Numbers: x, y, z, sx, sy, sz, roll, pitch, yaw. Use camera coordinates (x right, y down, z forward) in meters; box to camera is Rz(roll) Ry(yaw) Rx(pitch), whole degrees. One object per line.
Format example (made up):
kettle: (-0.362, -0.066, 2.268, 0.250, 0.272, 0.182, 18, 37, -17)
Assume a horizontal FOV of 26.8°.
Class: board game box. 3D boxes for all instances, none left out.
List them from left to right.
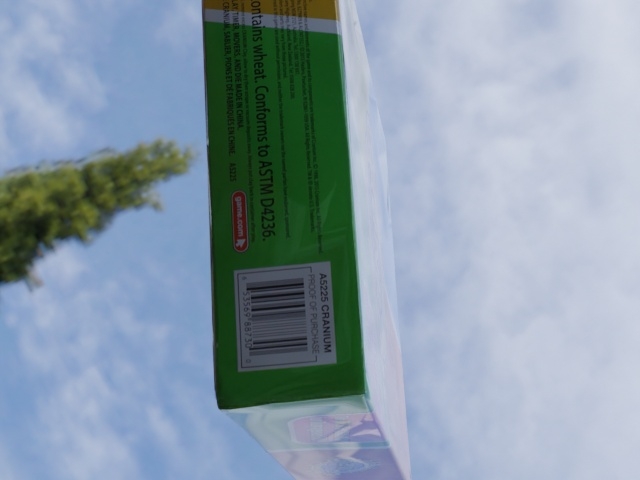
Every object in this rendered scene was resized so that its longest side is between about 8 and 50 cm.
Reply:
board game box: (0.000, 0.000, 0.729, 0.316, 0.064, 0.242, 67, 19, -71)
